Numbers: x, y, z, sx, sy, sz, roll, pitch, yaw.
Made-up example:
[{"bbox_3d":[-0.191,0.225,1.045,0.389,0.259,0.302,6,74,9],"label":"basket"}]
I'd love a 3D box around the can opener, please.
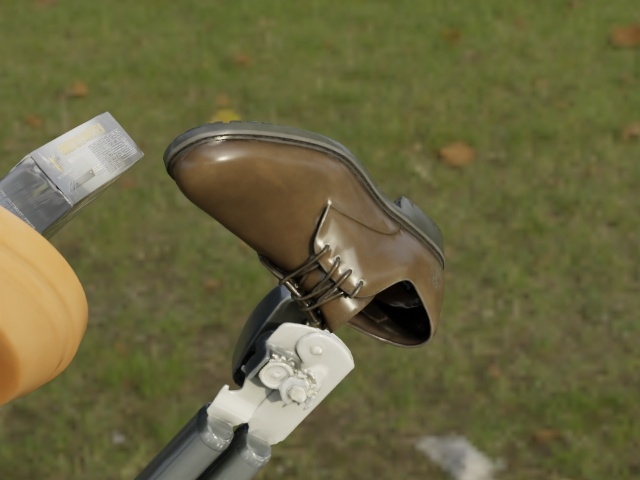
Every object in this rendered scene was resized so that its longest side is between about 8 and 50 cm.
[{"bbox_3d":[-0.077,0.155,1.422,0.074,0.280,0.093,30,25,-24],"label":"can opener"}]

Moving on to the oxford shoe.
[{"bbox_3d":[0.000,0.000,1.067,0.083,0.227,0.096,-34,43,33],"label":"oxford shoe"}]

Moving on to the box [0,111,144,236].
[{"bbox_3d":[-0.258,-0.017,1.490,0.183,0.056,0.231,-40,4,16],"label":"box"}]

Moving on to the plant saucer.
[{"bbox_3d":[-0.200,0.027,0.750,0.200,0.200,0.037,1,58,13],"label":"plant saucer"}]
